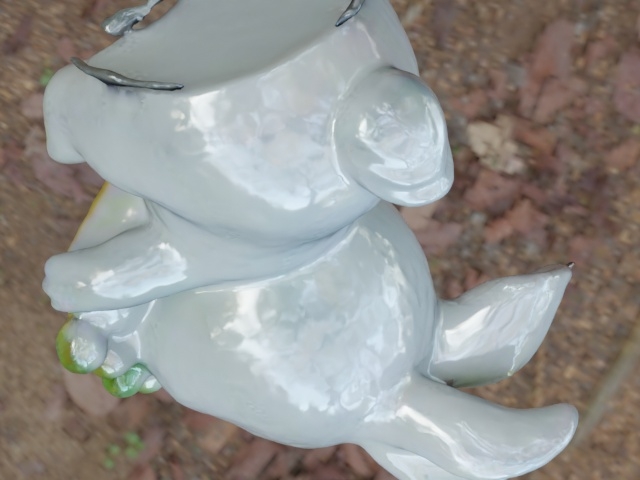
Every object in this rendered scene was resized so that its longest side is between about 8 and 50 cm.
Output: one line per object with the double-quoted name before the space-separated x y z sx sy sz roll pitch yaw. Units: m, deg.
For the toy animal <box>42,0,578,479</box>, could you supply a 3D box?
"toy animal" -0.005 -0.002 0.965 0.183 0.247 0.310 -69 149 -50
